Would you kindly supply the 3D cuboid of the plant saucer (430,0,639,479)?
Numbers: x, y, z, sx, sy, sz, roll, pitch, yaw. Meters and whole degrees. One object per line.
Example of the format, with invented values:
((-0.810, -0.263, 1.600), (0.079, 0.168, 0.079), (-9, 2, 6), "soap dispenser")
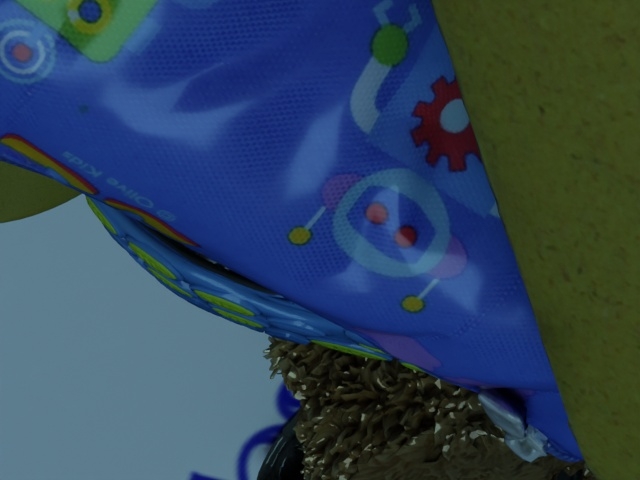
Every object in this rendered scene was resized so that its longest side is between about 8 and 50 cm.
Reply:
((0.173, -0.133, 0.324), (0.333, 0.081, 0.332), (-26, 113, -11), "plant saucer")

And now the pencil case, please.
((0.003, -0.039, 0.398), (0.306, 0.119, 0.133), (27, 91, -25), "pencil case")

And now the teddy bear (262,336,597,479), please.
((0.146, 0.021, 0.670), (0.245, 0.113, 0.338), (32, 120, -31), "teddy bear")

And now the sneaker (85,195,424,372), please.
((0.000, 0.000, 0.599), (0.188, 0.078, 0.067), (14, 167, 9), "sneaker")

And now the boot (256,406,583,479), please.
((0.099, 0.120, 0.793), (0.208, 0.076, 0.189), (32, 125, -20), "boot")

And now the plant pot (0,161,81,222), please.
((-0.124, -0.056, 0.600), (0.083, 0.081, 0.081), (5, 137, -28), "plant pot")
